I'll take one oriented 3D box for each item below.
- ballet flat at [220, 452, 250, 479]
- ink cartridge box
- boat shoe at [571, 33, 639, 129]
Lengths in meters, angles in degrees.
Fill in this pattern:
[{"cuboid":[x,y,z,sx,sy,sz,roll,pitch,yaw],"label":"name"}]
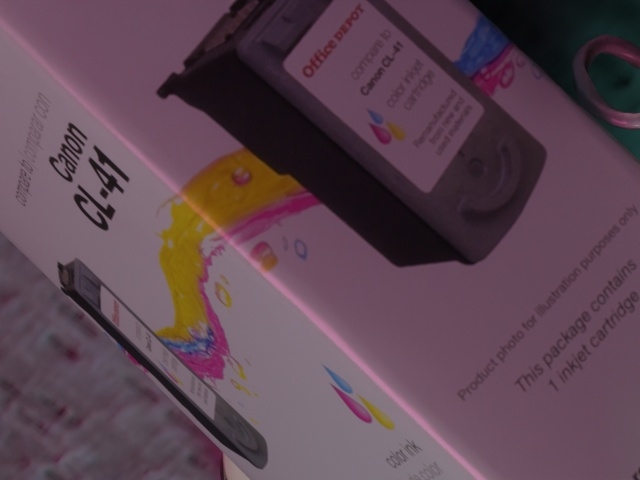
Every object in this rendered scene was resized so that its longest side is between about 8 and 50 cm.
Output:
[{"cuboid":[-0.027,0.124,0.949,0.072,0.068,0.213,18,136,17],"label":"ballet flat"},{"cuboid":[0.000,0.000,0.692,0.306,0.131,0.226,43,160,2],"label":"ink cartridge box"},{"cuboid":[0.162,-0.069,0.605,0.156,0.136,0.367,-9,120,37],"label":"boat shoe"}]
